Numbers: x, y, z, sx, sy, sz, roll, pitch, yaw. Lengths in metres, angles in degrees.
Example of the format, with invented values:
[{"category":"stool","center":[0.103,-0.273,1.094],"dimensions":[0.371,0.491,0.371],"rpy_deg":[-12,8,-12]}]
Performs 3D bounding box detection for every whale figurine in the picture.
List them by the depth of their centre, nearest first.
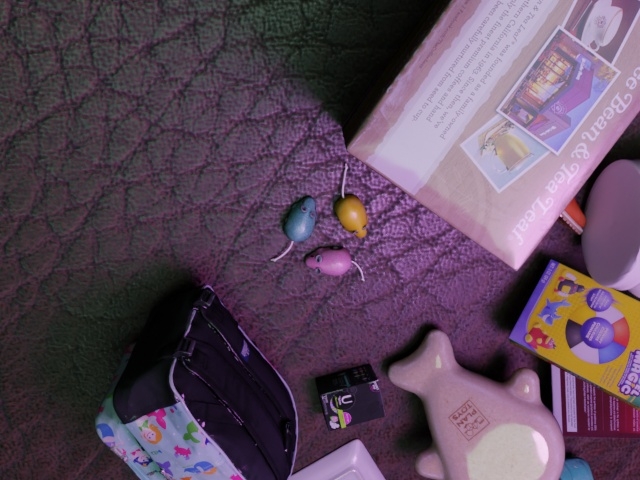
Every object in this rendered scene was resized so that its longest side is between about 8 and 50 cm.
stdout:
[{"category":"whale figurine","center":[0.218,0.251,1.267],"dimensions":[0.216,0.141,0.272],"rpy_deg":[-44,84,7]}]

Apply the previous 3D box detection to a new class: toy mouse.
[{"category":"toy mouse","center":[0.000,0.000,1.189],"dimensions":[0.143,0.031,0.161],"rpy_deg":[-23,109,-1]}]

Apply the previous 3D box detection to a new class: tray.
[{"category":"tray","center":[0.060,0.434,1.335],"dimensions":[0.145,0.030,0.270],"rpy_deg":[-31,109,1]}]

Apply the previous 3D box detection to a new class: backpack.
[{"category":"backpack","center":[-0.144,0.217,1.138],"dimensions":[0.191,0.225,0.253],"rpy_deg":[-30,116,25]}]

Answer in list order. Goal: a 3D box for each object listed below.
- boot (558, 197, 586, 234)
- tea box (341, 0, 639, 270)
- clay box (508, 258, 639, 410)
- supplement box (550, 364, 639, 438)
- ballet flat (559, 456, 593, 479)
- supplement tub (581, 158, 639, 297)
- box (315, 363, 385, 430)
[{"category":"boot","center":[0.325,-0.082,1.202],"dimensions":[0.084,0.059,0.158],"rpy_deg":[-38,108,-1]},{"category":"tea box","center":[0.203,-0.185,0.994],"dimensions":[0.220,0.323,0.329],"rpy_deg":[35,98,-6]},{"category":"clay box","center":[0.381,0.131,1.200],"dimensions":[0.222,0.053,0.127],"rpy_deg":[27,84,22]},{"category":"supplement box","center":[0.448,0.205,1.258],"dimensions":[0.239,0.073,0.130],"rpy_deg":[-1,109,16]},{"category":"ballet flat","center":[0.398,0.435,1.364],"dimensions":[0.087,0.083,0.247],"rpy_deg":[-21,112,-17]},{"category":"supplement tub","center":[0.508,-0.007,1.182],"dimensions":[0.272,0.191,0.191],"rpy_deg":[7,106,-11]},{"category":"box","center":[0.042,0.219,1.253],"dimensions":[0.083,0.052,0.062],"rpy_deg":[-14,110,-5]}]
